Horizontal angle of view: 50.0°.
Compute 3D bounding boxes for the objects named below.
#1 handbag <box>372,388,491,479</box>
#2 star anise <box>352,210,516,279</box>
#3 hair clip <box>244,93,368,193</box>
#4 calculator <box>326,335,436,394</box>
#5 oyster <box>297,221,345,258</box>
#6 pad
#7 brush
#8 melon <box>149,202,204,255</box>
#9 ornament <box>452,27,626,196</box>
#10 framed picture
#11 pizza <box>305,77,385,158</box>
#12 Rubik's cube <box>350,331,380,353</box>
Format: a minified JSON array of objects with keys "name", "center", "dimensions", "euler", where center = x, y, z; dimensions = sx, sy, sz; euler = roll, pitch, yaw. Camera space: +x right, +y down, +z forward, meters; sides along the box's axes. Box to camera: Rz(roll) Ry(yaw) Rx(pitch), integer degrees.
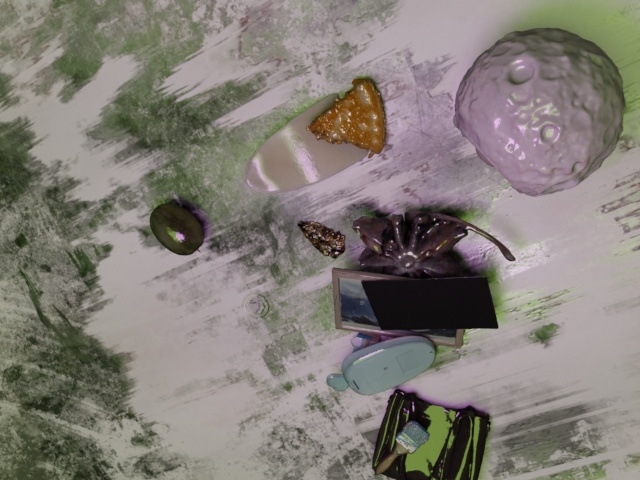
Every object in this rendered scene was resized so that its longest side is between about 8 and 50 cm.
[{"name":"handbag","center":[0.297,0.544,1.847],"dimensions":[0.285,0.113,0.257],"euler":[14,104,11]},{"name":"star anise","center":[0.243,0.029,1.666],"dimensions":[0.359,0.139,0.316],"euler":[32,134,-3]},{"name":"hair clip","center":[-0.050,-0.212,1.659],"dimensions":[0.282,0.113,0.173],"euler":[-24,102,21]},{"name":"calculator","center":[0.159,0.331,1.785],"dimensions":[0.295,0.042,0.184],"euler":[-23,134,7]},{"name":"oyster","center":[0.000,0.000,1.768],"dimensions":[0.132,0.029,0.086],"euler":[13,112,8]},{"name":"pad","center":[0.265,0.155,1.655],"dimensions":[0.299,0.005,0.202],"euler":[-4,136,22]},{"name":"brush","center":[0.205,0.554,1.804],"dimensions":[0.070,0.021,0.196],"euler":[41,109,3]},{"name":"melon","center":[-0.376,-0.026,1.813],"dimensions":[0.167,0.114,0.114],"euler":[46,114,-1]},{"name":"ornament","center":[0.446,-0.267,1.390],"dimensions":[0.336,0.337,0.337],"euler":[5,111,13]},{"name":"framed picture","center":[0.196,0.171,1.717],"dimensions":[0.334,0.022,0.247],"euler":[8,139,10]},{"name":"pizza","center":[0.055,-0.279,1.609],"dimensions":[0.198,0.062,0.188],"euler":[-11,101,-16]},{"name":"Rubik's cube","center":[0.120,0.290,1.818],"dimensions":[0.075,0.073,0.084],"euler":[-4,106,16]}]
